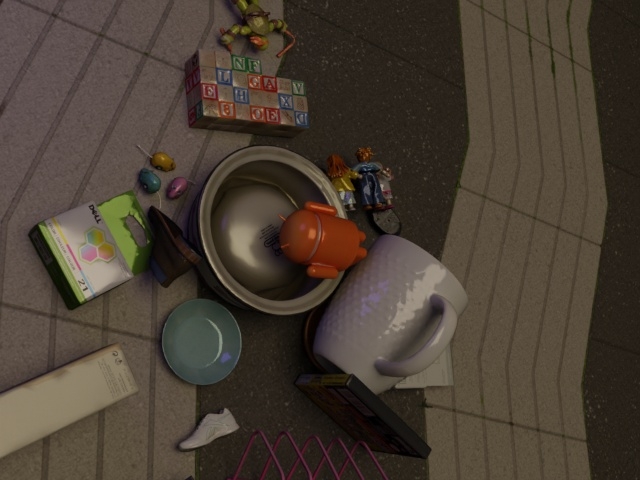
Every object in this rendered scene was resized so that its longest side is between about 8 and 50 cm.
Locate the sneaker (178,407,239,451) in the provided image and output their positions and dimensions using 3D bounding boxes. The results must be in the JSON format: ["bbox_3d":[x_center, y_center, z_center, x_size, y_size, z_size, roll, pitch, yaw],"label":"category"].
[{"bbox_3d":[-0.255,0.422,1.699,0.152,0.053,0.061,-18,79,-41],"label":"sneaker"}]

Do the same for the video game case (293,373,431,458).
[{"bbox_3d":[0.094,0.410,1.805,0.275,0.248,0.035,45,63,-16],"label":"video game case"}]

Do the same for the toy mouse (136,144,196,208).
[{"bbox_3d":[-0.357,-0.138,1.768,0.161,0.031,0.143,25,52,-31],"label":"toy mouse"}]

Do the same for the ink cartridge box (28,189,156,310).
[{"bbox_3d":[-0.458,0.005,1.641,0.255,0.097,0.189,-30,95,-34],"label":"ink cartridge box"}]

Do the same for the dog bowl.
[{"bbox_3d":[-0.135,-0.013,1.827,0.408,0.150,0.408,10,72,-32],"label":"dog bowl"}]

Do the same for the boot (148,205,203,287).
[{"bbox_3d":[-0.352,0.010,1.687,0.106,0.219,0.082,-47,137,0],"label":"boot"}]

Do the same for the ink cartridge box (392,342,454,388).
[{"bbox_3d":[0.251,0.260,2.066,0.239,0.060,0.275,9,72,-43],"label":"ink cartridge box"}]

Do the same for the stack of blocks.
[{"bbox_3d":[-0.182,-0.363,1.923,0.297,0.087,0.171,2,76,-33],"label":"stack of blocks"}]

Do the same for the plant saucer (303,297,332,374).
[{"bbox_3d":[0.039,0.247,1.941,0.200,0.037,0.200,9,72,-30],"label":"plant saucer"}]

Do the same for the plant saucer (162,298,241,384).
[{"bbox_3d":[-0.273,0.230,1.740,0.195,0.037,0.195,9,74,-31],"label":"plant saucer"}]

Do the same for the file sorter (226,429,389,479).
[{"bbox_3d":[-0.022,0.543,1.682,0.290,0.202,0.182,15,108,-30],"label":"file sorter"}]

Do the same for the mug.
[{"bbox_3d":[0.170,0.200,1.788,0.328,0.374,0.276,-49,115,-16],"label":"mug"}]

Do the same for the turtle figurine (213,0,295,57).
[{"bbox_3d":[-0.187,-0.576,1.976,0.269,0.087,0.217,-22,90,-35],"label":"turtle figurine"}]

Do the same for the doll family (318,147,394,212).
[{"bbox_3d":[0.096,-0.158,2.011,0.263,0.118,0.163,-9,82,-22],"label":"doll family"}]

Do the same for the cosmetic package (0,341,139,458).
[{"bbox_3d":[-0.528,0.313,1.478,0.309,0.160,0.113,-22,89,-36],"label":"cosmetic package"}]

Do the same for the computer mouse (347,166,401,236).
[{"bbox_3d":[0.135,-0.105,2.102,0.071,0.041,0.242,-40,95,-22],"label":"computer mouse"}]

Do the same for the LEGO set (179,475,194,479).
[{"bbox_3d":[-0.284,0.655,1.573,0.255,0.192,0.331,-41,99,-4],"label":"LEGO set"}]

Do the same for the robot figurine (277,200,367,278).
[{"bbox_3d":[0.000,-0.002,1.746,0.219,0.128,0.158,13,98,-31],"label":"robot figurine"}]
